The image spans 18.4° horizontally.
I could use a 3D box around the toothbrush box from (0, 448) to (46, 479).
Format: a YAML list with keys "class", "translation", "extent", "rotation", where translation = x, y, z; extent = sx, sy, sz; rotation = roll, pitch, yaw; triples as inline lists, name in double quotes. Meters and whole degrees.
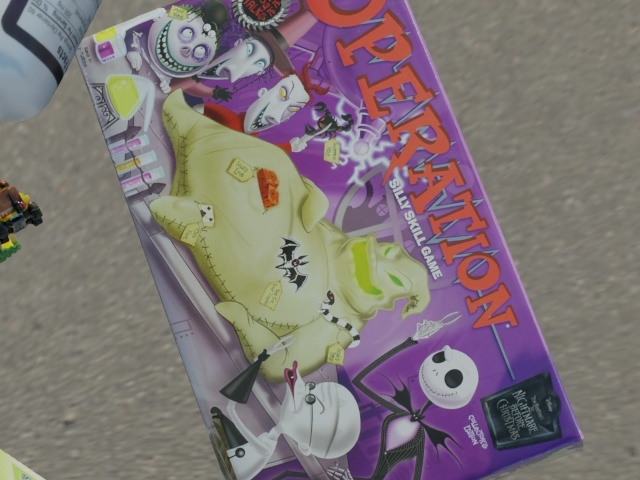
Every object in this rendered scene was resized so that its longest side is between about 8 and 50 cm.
- class: "toothbrush box"
  translation: [-0.308, 0.292, 1.720]
  extent: [0.122, 0.283, 0.206]
  rotation: [-26, 48, 15]

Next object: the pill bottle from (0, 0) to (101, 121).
- class: "pill bottle"
  translation: [-0.158, -0.123, 0.928]
  extent: [0.108, 0.108, 0.193]
  rotation: [28, 76, -9]

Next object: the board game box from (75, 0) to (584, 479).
- class: "board game box"
  translation: [0.000, 0.000, 1.196]
  extent: [0.208, 0.056, 0.347]
  rotation: [-21, 74, -2]

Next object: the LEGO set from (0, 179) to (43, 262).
- class: "LEGO set"
  translation: [-0.431, -0.021, 1.738]
  extent: [0.331, 0.255, 0.192]
  rotation: [-30, 86, -2]
